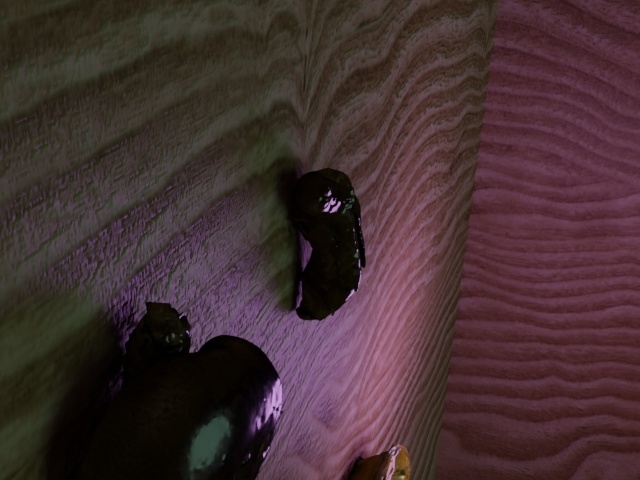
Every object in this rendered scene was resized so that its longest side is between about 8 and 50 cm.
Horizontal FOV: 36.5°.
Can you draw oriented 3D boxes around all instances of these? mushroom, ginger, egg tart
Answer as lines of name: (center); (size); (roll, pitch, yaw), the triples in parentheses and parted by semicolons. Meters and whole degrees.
mushroom: (-0.141, 0.208, 1.022); (0.297, 0.163, 0.278); (-32, 131, -66)
ginger: (0.010, -0.004, 1.502); (0.133, 0.107, 0.309); (-36, 142, -33)
egg tart: (0.121, 0.610, 2.253); (0.315, 0.120, 0.315); (10, 90, -72)
